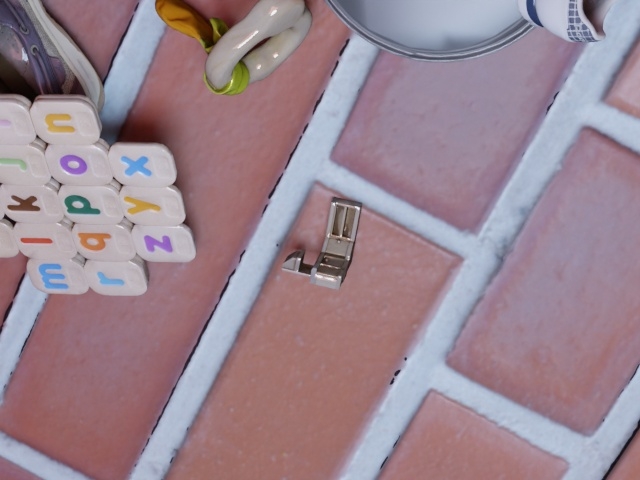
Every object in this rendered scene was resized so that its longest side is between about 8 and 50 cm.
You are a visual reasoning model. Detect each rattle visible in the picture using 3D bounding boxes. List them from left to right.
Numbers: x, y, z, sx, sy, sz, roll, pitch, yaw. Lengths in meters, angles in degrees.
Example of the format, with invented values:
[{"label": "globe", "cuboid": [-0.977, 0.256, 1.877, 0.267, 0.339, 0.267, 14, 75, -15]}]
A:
[{"label": "rattle", "cuboid": [-0.067, -0.251, 1.412, 0.200, 0.130, 0.143, -52, 54, 49]}]

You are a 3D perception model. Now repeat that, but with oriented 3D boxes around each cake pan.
[{"label": "cake pan", "cuboid": [0.116, -0.316, 1.389, 0.293, 0.054, 0.293, 4, 110, 10]}]

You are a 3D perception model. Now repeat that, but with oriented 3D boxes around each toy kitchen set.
[{"label": "toy kitchen set", "cuboid": [0.000, 0.000, 1.508, 0.068, 0.083, 0.075, 12, 111, 6]}]

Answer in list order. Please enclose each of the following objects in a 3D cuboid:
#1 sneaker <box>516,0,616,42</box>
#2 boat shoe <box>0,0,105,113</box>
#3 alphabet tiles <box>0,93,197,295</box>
[{"label": "sneaker", "cuboid": [0.280, -0.296, 1.312, 0.090, 0.095, 0.235, 19, 99, -39]}, {"label": "boat shoe", "cuboid": [-0.351, -0.227, 1.485, 0.103, 0.092, 0.285, -33, 101, 34]}, {"label": "alphabet tiles", "cuboid": [-0.280, -0.045, 1.522, 0.278, 0.021, 0.284, 1, 135, 11]}]
